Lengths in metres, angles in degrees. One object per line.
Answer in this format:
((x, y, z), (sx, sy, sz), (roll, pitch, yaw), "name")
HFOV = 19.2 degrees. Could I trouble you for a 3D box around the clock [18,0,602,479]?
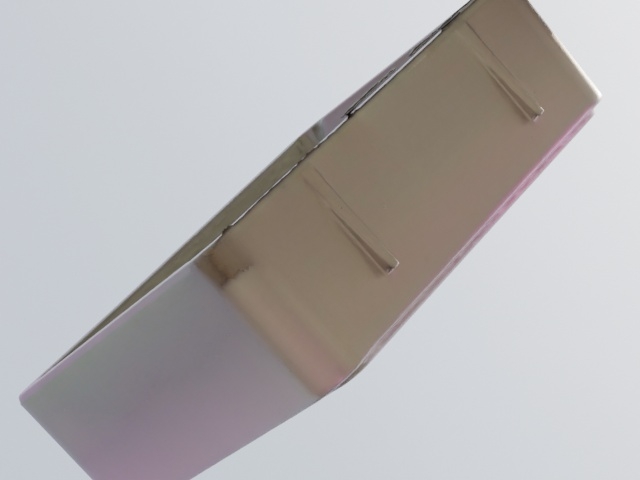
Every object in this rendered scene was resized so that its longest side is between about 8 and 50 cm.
((0.000, 0.000, 0.676), (0.063, 0.150, 0.197), (49, -132, -4), "clock")
